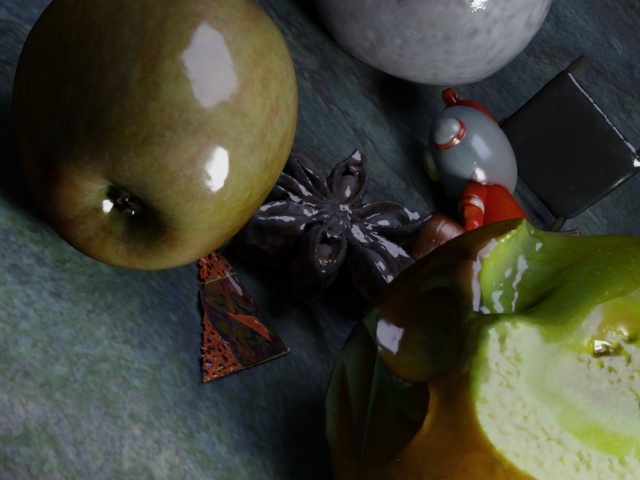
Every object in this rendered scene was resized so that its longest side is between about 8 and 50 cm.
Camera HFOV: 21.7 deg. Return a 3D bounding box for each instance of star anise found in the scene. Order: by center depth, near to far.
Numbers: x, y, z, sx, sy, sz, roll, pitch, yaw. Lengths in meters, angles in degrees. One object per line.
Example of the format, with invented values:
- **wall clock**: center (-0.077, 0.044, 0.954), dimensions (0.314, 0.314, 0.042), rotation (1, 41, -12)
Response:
- **star anise**: center (0.001, 0.001, 1.689), dimensions (0.236, 0.109, 0.223), rotation (42, 31, 14)

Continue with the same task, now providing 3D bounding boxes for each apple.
- **apple**: center (-0.149, -0.106, 1.441), dimensions (0.257, 0.257, 0.234), rotation (40, 42, -19)
- **apple**: center (0.192, 0.147, 1.485), dimensions (0.374, 0.384, 0.374), rotation (32, 17, -11)

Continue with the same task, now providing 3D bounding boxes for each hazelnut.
- **hazelnut**: center (0.135, 0.013, 1.911), dimensions (0.086, 0.086, 0.086), rotation (36, 30, -25)

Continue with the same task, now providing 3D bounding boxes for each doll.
- **doll**: center (0.198, -0.051, 2.049), dimensions (0.200, 0.105, 0.336), rotation (31, 38, -53)

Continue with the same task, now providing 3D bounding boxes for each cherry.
- **cherry**: center (0.154, -0.337, 2.110), dimensions (0.335, 0.326, 0.291), rotation (30, 70, -44)

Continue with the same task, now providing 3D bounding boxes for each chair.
- **chair**: center (0.327, -0.119, 2.253), dimensions (0.188, 0.166, 0.272), rotation (49, 27, -1)

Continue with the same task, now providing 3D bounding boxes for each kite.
- **kite**: center (-0.072, 0.079, 1.584), dimensions (0.125, 0.008, 0.222), rotation (32, 32, -31)
